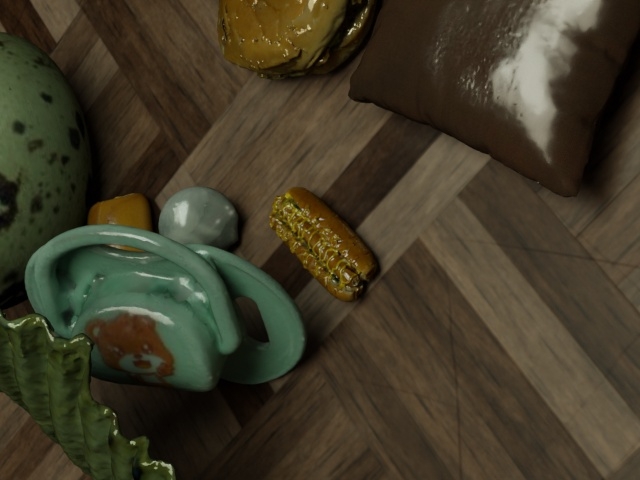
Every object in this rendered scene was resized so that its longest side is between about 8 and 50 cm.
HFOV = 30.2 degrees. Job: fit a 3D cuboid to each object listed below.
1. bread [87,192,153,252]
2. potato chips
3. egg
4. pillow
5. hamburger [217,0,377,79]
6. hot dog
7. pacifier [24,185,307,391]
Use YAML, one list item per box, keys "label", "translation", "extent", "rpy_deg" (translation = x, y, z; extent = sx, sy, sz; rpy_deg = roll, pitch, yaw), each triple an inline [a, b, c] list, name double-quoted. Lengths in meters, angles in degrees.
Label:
- label: "bread"
  translation: [-0.258, 0.052, 1.547]
  extent: [0.092, 0.074, 0.239]
  rpy_deg: [-22, 70, 39]
- label: "potato chips"
  translation: [-0.279, 0.221, 1.369]
  extent: [0.373, 0.097, 0.389]
  rpy_deg: [47, 158, 0]
- label: "egg"
  translation: [-0.448, -0.092, 1.584]
  extent: [0.287, 0.287, 0.379]
  rpy_deg: [-10, 66, 37]
- label: "pillow"
  translation: [0.198, -0.237, 1.208]
  extent: [0.305, 0.108, 0.308]
  rpy_deg: [29, 101, 36]
- label: "hamburger"
  translation: [-0.028, -0.291, 1.401]
  extent: [0.214, 0.108, 0.214]
  rpy_deg: [-7, 79, 42]
- label: "hot dog"
  translation: [0.000, 0.000, 1.368]
  extent: [0.165, 0.045, 0.071]
  rpy_deg: [46, 113, 32]
- label: "pacifier"
  translation: [-0.174, 0.036, 1.390]
  extent: [0.343, 0.288, 0.269]
  rpy_deg: [3, 49, 14]
